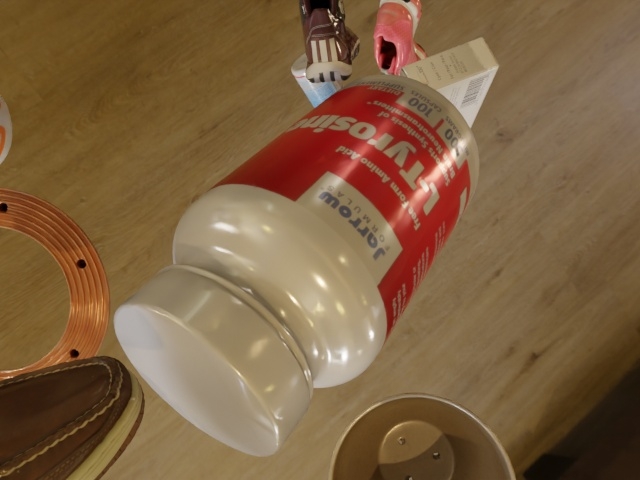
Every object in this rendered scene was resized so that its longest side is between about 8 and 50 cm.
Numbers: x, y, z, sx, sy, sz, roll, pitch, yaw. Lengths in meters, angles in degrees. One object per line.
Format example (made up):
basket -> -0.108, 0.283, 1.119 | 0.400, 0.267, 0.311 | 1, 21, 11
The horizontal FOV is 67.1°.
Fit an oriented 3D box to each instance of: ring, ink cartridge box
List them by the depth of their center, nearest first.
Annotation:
ring -> -0.482, 0.087, 0.730 | 0.337, 0.032, 0.336 | 0, 96, -1
ink cartridge box -> 0.150, -0.199, 0.861 | 0.261, 0.296, 0.066 | -22, 74, -2

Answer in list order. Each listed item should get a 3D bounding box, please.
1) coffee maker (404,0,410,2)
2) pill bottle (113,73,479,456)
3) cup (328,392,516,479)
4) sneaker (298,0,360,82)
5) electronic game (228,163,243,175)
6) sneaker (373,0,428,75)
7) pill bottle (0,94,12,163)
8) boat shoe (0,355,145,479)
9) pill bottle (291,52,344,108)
coffee maker -> 0.115, -0.217, 0.228 | 0.179, 0.171, 0.120 | -13, 79, 0
pill bottle -> 0.000, 0.000, 0.516 | 0.229, 0.229, 0.407 | 51, 50, -11
cup -> 0.195, 0.464, 0.965 | 0.332, 0.237, 0.330 | -2, 78, 9
sneaker -> 0.015, -0.401, 0.859 | 0.107, 0.281, 0.162 | -7, 126, 4
electronic game -> -0.067, -0.067, 0.779 | 0.230, 0.229, 0.048 | -18, 63, -15
sneaker -> 0.176, -0.441, 1.165 | 0.116, 0.314, 0.136 | 20, 76, 24
pill bottle -> -0.717, -0.182, 0.761 | 0.224, 0.392, 0.223 | 1, 105, 2
boat shoe -> -0.224, 0.125, 0.241 | 0.258, 0.095, 0.095 | -28, 129, -23
pill bottle -> 0.007, -0.355, 1.123 | 0.087, 0.087, 0.160 | -47, 130, -10
